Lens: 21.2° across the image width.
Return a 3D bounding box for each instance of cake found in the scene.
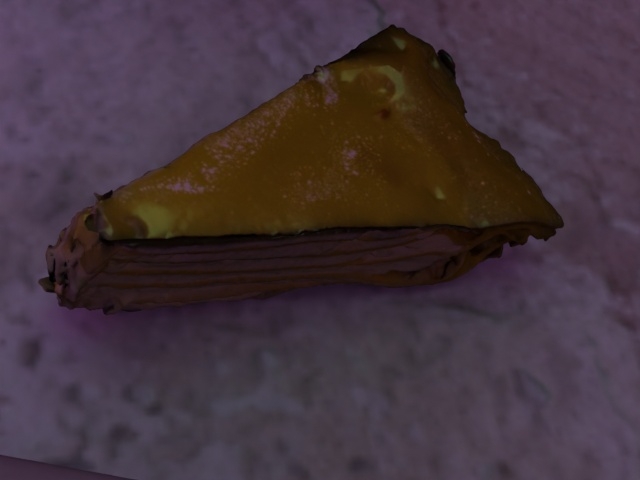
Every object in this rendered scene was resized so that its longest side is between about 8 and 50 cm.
[{"bbox_3d":[-0.002,0.002,0.627,0.116,0.080,0.185,46,48,6],"label":"cake"}]

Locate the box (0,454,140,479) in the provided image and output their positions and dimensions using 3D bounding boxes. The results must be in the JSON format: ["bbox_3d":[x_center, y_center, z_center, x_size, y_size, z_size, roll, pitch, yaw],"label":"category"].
[{"bbox_3d":[-0.078,0.192,0.421,0.349,0.141,0.289,11,52,-2],"label":"box"}]
